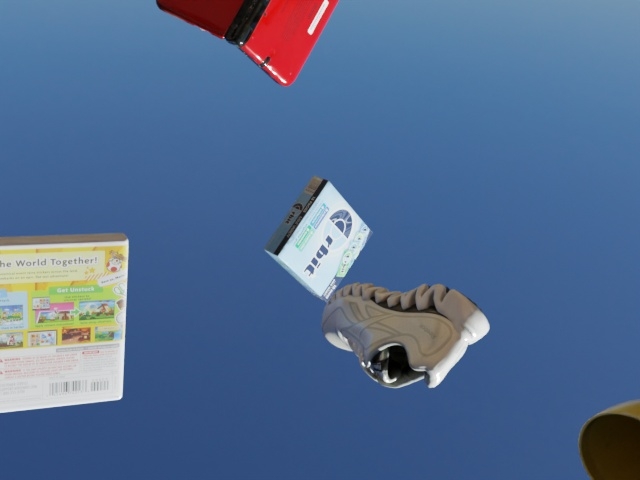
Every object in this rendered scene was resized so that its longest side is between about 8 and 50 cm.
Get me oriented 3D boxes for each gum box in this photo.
[{"bbox_3d":[0.000,0.000,1.494,0.041,0.157,0.184,24,166,40],"label":"gum box"}]

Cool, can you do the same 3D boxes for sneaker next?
[{"bbox_3d":[0.079,0.125,1.094,0.292,0.110,0.118,-10,-138,58],"label":"sneaker"}]

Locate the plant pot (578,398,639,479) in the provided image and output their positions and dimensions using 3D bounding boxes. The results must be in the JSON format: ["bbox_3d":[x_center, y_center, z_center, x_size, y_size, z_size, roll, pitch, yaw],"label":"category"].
[{"bbox_3d":[0.381,0.234,0.978,0.134,0.134,0.095,25,-141,38],"label":"plant pot"}]

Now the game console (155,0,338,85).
[{"bbox_3d":[-0.055,-0.235,0.775,0.085,0.144,0.124,23,173,40],"label":"game console"}]

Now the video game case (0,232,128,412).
[{"bbox_3d":[-0.330,0.094,0.936,0.227,0.206,0.026,-2,-157,-23],"label":"video game case"}]
